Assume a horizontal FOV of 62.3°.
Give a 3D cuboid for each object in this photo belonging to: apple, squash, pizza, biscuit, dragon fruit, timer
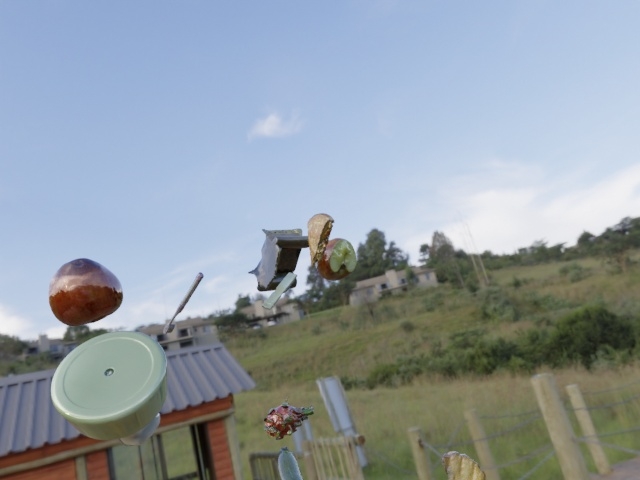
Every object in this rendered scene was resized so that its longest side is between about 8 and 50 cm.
[{"bbox_3d":[0.060,0.084,2.270,0.195,0.173,0.160,-2,-20,-40],"label":"apple"},{"bbox_3d":[-0.105,0.830,1.873,0.087,0.087,0.331,-10,14,-13],"label":"squash"},{"bbox_3d":[0.000,0.000,1.929,0.062,0.198,0.188,9,-2,-21],"label":"pizza"},{"bbox_3d":[0.363,0.624,1.332,0.118,0.182,0.061,-4,-20,-18],"label":"biscuit"},{"bbox_3d":[-0.133,0.737,2.220,0.236,0.137,0.135,-29,-2,-26],"label":"dragon fruit"},{"bbox_3d":[-0.777,0.167,1.756,0.230,0.229,0.230,-13,-16,-4],"label":"apple"},{"bbox_3d":[-0.549,0.457,1.482,0.291,0.290,0.315,-11,-48,-11],"label":"timer"}]

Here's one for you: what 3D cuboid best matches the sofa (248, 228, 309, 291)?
[{"bbox_3d":[-0.148,0.086,2.146,0.200,0.182,0.258,-2,-56,-40],"label":"sofa"}]

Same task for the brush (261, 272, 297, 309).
[{"bbox_3d":[-0.127,0.161,1.656,0.178,0.033,0.030,-51,-18,-46],"label":"brush"}]

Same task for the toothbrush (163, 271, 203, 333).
[{"bbox_3d":[-0.482,0.228,1.868,0.029,0.024,0.354,0,-41,-41],"label":"toothbrush"}]
